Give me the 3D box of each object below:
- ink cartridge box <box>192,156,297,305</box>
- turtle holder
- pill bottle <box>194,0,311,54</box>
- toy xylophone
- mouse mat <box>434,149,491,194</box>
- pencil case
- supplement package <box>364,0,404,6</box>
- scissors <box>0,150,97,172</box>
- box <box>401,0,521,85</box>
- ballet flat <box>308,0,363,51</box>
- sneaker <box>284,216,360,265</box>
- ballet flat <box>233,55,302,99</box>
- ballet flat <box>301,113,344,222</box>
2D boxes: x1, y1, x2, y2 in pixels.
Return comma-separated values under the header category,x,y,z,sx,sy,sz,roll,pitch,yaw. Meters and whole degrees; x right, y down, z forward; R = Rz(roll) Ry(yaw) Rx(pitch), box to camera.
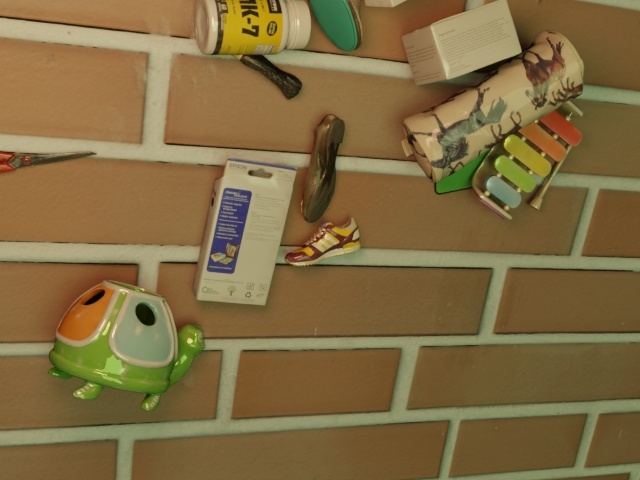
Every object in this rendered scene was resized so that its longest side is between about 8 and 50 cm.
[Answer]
category,x,y,z,sx,sy,sz,roll,pitch,yaw
ink cartridge box,-0.167,-0.023,1.830,0.165,0.065,0.333,8,109,-23
turtle holder,-0.388,0.217,1.749,0.320,0.243,0.228,18,87,-16
pill bottle,-0.133,-0.425,1.645,0.208,0.119,0.119,-6,113,-23
toy xylophone,0.502,-0.199,1.989,0.236,0.081,0.323,22,99,-27
mouse mat,0.335,-0.208,1.972,0.152,0.007,0.190,-12,113,-16
pencil case,0.369,-0.289,1.831,0.410,0.183,0.160,-32,103,6
supplement package,0.172,-0.557,1.697,0.179,0.105,0.105,-31,118,-20
scissors,-0.598,-0.147,1.649,0.297,0.021,0.109,6,106,-23
box,0.292,-0.414,1.762,0.181,0.181,0.119,-22,101,-11
ballet flat,0.015,-0.526,1.670,0.316,0.107,0.106,54,54,-39
sneaker,0.000,0.000,1.904,0.185,0.069,0.084,-16,107,-20
ballet flat,-0.115,-0.345,1.725,0.173,0.057,0.049,30,120,-24
ballet flat,-0.004,-0.159,1.844,0.084,0.058,0.250,-21,129,-51
